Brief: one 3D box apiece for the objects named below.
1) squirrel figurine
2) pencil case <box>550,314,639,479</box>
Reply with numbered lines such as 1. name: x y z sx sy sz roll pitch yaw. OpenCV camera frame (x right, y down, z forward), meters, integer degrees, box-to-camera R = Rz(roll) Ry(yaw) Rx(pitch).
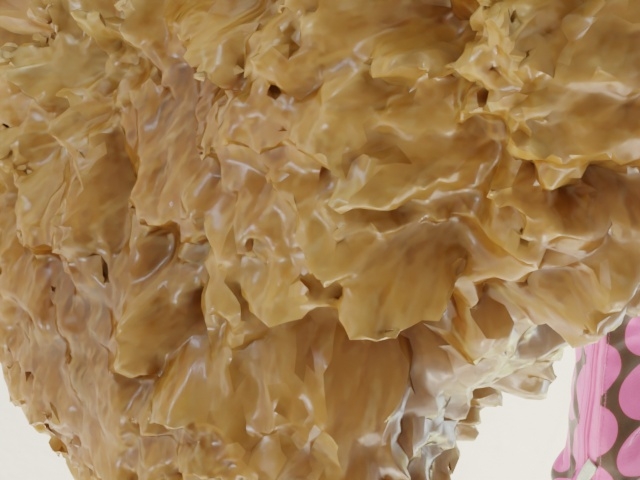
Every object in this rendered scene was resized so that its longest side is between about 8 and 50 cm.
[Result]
1. squirrel figurine: -0.018 -0.093 0.529 0.281 0.370 0.397 53 -147 -39
2. pencil case: 0.209 0.097 1.155 0.098 0.095 0.209 -27 -53 -34
